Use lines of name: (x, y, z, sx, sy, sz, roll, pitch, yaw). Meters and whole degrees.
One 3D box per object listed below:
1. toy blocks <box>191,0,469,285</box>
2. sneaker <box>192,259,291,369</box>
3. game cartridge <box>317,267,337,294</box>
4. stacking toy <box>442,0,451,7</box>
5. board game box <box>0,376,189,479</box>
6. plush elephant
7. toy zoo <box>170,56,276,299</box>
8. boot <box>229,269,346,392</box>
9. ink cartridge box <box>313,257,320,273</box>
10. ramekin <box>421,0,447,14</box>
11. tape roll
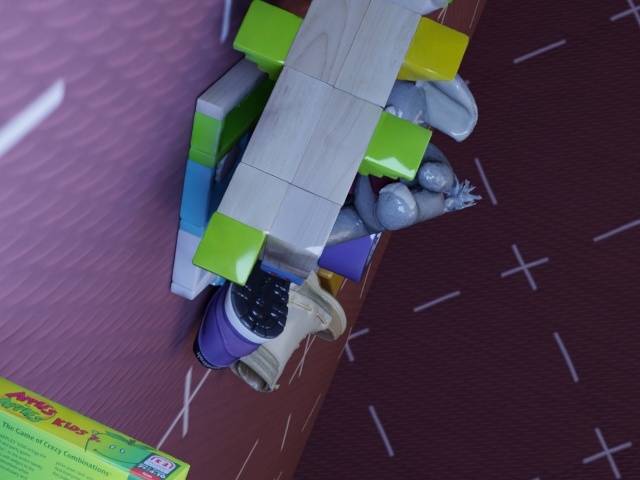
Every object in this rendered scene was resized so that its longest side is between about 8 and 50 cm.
toy blocks: (-0.002, -0.109, 0.880, 0.261, 0.190, 0.381, 119, -6, -77)
sneaker: (-0.100, 0.058, 1.148, 0.124, 0.107, 0.283, -41, -167, 29)
game cartridge: (0.065, -0.031, 1.844, 0.324, 0.052, 0.285, 74, 41, -78)
stacking toy: (0.157, -0.338, 1.519, 0.221, 0.052, 0.167, -41, 166, -46)
board game box: (-0.181, 0.145, 0.526, 0.043, 0.181, 0.092, -14, 126, -79)
plush elephant: (0.104, -0.147, 1.364, 0.330, 0.255, 0.272, -16, 180, -38)
toy zoo: (-0.100, -0.065, 0.968, 0.192, 0.030, 0.293, -57, 165, -50)
boot: (-0.055, 0.160, 1.426, 0.203, 0.095, 0.262, -64, 152, -21)
ink cartridge box: (0.000, 0.000, 1.627, 0.224, 0.056, 0.181, -8, 120, -77)
ramekin: (0.098, -0.377, 0.968, 0.273, 0.127, 0.273, 19, 90, -74)
tape roll: (0.069, -0.025, 1.556, 0.189, 0.080, 0.189, 21, 90, -83)
